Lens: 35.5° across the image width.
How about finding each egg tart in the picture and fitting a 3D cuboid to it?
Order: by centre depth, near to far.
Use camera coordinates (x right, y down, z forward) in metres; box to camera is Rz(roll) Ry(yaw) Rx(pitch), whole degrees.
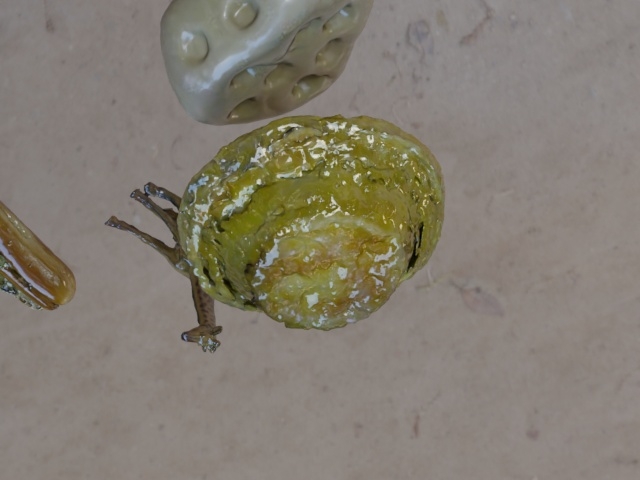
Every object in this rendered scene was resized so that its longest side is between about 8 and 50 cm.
[{"bbox_3d":[0.000,0.000,1.038,0.294,0.123,0.294,-10,136,-10],"label":"egg tart"}]

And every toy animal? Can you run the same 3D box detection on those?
[{"bbox_3d":[-0.181,0.029,1.331,0.149,0.275,0.054,-6,146,-51],"label":"toy animal"}]

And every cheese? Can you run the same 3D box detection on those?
[{"bbox_3d":[-0.053,-0.214,1.026,0.235,0.117,0.218,-33,163,-4],"label":"cheese"}]

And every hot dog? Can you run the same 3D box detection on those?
[{"bbox_3d":[-0.568,0.002,1.729,0.135,0.100,0.337,-9,129,46],"label":"hot dog"}]
